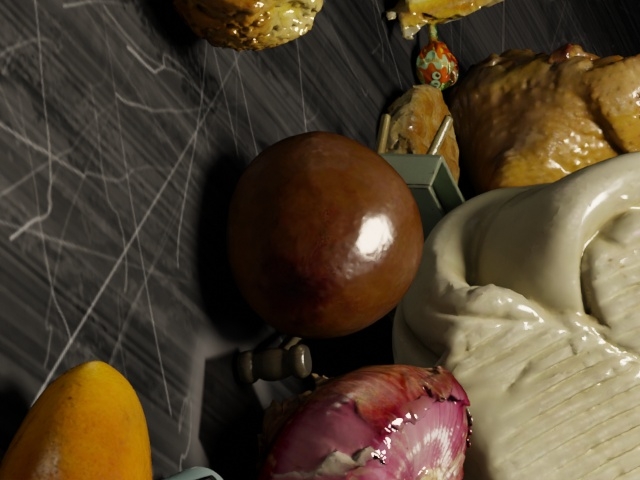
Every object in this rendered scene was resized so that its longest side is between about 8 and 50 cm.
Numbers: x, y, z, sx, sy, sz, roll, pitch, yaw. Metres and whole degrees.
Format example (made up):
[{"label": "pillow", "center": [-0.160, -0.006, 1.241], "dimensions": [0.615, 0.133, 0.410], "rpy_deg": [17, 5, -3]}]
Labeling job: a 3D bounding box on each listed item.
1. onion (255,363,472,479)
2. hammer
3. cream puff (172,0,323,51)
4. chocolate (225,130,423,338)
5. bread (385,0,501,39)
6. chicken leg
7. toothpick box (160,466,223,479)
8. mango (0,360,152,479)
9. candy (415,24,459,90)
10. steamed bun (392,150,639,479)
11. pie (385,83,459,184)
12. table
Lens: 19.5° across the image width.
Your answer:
[{"label": "onion", "center": [0.016, 0.187, 1.481], "dimensions": [0.230, 0.163, 0.230], "rpy_deg": [-51, 156, -33]}, {"label": "hammer", "center": [-0.005, 0.065, 1.615], "dimensions": [0.292, 0.058, 0.029], "rpy_deg": [-47, 129, -69]}, {"label": "cream puff", "center": [-0.063, -0.200, 1.458], "dimensions": [0.133, 0.119, 0.104], "rpy_deg": [36, 73, -39]}, {"label": "chocolate", "center": [0.000, 0.000, 1.489], "dimensions": [0.177, 0.177, 0.176], "rpy_deg": [-8, 90, -69]}, {"label": "bread", "center": [0.132, -0.308, 1.954], "dimensions": [0.127, 0.152, 0.147], "rpy_deg": [-83, 157, -58]}, {"label": "chicken leg", "center": [0.259, -0.090, 1.990], "dimensions": [0.182, 0.295, 0.409], "rpy_deg": [46, 34, -25]}, {"label": "toothpick box", "center": [-0.101, 0.191, 1.309], "dimensions": [0.083, 0.052, 0.052], "rpy_deg": [-15, 97, -70]}, {"label": "mango", "center": [-0.149, 0.173, 1.126], "dimensions": [0.141, 0.102, 0.217], "rpy_deg": [61, 31, -56]}, {"label": "candy", "center": [0.120, -0.249, 2.052], "dimensions": [0.055, 0.049, 0.184], "rpy_deg": [110, -25, -64]}, {"label": "steamed bun", "center": [0.235, 0.113, 1.682], "dimensions": [0.367, 0.342, 0.255], "rpy_deg": [65, -9, -11]}, {"label": "pie", "center": [0.109, -0.070, 1.944], "dimensions": [0.195, 0.046, 0.195], "rpy_deg": [-7, 90, -71]}, {"label": "table", "center": [0.105, -0.017, 1.784], "dimensions": [0.111, 0.122, 0.240], "rpy_deg": [-66, 145, -31]}]
